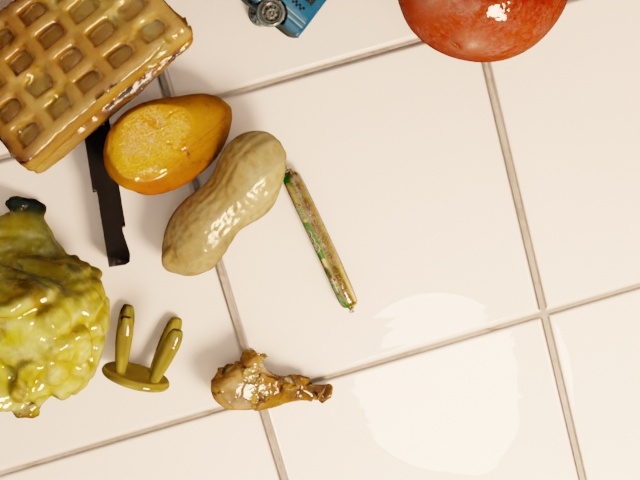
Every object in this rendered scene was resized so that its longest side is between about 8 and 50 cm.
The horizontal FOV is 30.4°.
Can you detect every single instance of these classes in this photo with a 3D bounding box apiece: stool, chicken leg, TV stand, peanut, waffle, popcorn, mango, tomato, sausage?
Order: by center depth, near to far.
[{"bbox_3d":[0.245,-0.394,1.731,0.265,0.265,0.264,-1,103,-6],"label":"tomato"},{"bbox_3d":[-0.369,-0.277,1.738,0.328,0.098,0.224,-40,86,1],"label":"waffle"},{"bbox_3d":[-0.457,0.122,1.770,0.293,0.293,0.237,24,117,-11],"label":"popcorn"},{"bbox_3d":[-0.231,-0.154,1.801,0.217,0.102,0.141,-32,99,-16],"label":"mango"},{"bbox_3d":[-0.150,-0.053,1.834,0.274,0.125,0.111,-47,65,12],"label":"peanut"},{"bbox_3d":[-0.335,-0.088,1.835,0.040,0.049,0.256,-8,103,-7],"label":"TV stand"},{"bbox_3d":[-0.281,0.172,1.870,0.135,0.134,0.110,5,105,-54],"label":"stool"},{"bbox_3d":[0.000,0.000,1.900,0.033,0.033,0.269,-25,104,-1],"label":"sausage"},{"bbox_3d":[-0.078,0.232,1.925,0.208,0.085,0.101,5,91,-16],"label":"chicken leg"}]

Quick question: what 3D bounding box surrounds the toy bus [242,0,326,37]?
[{"bbox_3d":[-0.102,-0.416,1.754,0.246,0.113,0.134,40,91,-15],"label":"toy bus"}]
